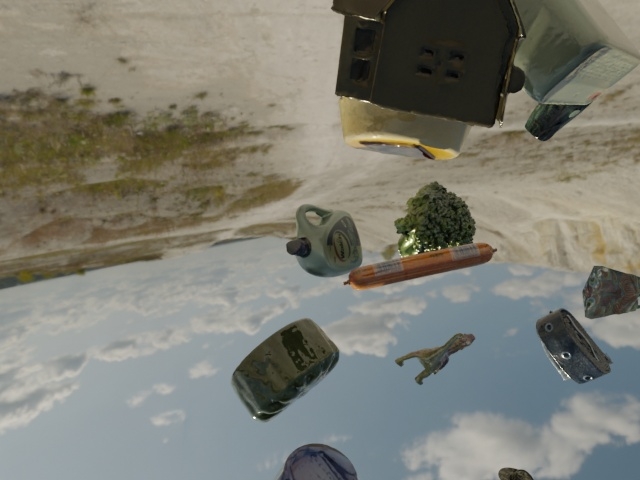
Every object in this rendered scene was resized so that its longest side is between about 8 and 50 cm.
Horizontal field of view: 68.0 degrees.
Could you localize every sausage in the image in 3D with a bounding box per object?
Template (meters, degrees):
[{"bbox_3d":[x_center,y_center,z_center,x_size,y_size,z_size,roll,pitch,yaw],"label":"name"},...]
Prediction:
[{"bbox_3d":[0.219,0.055,1.039,0.348,0.053,0.053,-12,-178,-3],"label":"sausage"}]

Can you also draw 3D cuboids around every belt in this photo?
[{"bbox_3d":[0.718,0.314,1.381,0.122,0.218,0.128,-23,165,-47],"label":"belt"}]

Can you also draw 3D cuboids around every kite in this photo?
[{"bbox_3d":[0.701,0.114,1.052,0.230,0.127,0.016,-2,-162,4],"label":"kite"}]

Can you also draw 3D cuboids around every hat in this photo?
[{"bbox_3d":[0.549,0.656,1.290,0.121,0.050,0.121,19,-152,-10],"label":"hat"}]

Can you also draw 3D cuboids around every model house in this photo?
[{"bbox_3d":[0.122,-0.266,0.504,0.205,0.243,0.211,13,-158,10],"label":"model house"}]

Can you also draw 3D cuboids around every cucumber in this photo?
[{"bbox_3d":[0.676,-0.361,1.330,0.115,0.085,0.193,15,143,-19],"label":"cucumber"}]

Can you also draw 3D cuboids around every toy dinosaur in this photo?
[{"bbox_3d":[0.282,0.271,1.153,0.200,0.072,0.251,-37,146,17],"label":"toy dinosaur"}]

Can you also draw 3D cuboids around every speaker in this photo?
[{"bbox_3d":[0.522,-0.406,1.007,0.406,0.184,0.183,-16,157,-45],"label":"speaker"}]

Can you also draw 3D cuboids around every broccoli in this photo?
[{"bbox_3d":[0.322,-0.041,1.399,0.246,0.247,0.288,-26,149,35],"label":"broccoli"}]

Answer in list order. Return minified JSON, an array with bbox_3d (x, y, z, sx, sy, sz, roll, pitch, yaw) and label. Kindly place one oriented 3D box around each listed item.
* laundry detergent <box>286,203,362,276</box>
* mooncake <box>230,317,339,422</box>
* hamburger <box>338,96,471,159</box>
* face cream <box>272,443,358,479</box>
[{"bbox_3d":[0.000,0.000,1.352,0.105,0.214,0.281,-19,167,36],"label":"laundry detergent"},{"bbox_3d":[-0.110,0.431,1.559,0.356,0.194,0.356,-36,159,-16],"label":"mooncake"},{"bbox_3d":[0.183,-0.271,1.011,0.302,0.170,0.302,8,-176,-1],"label":"hamburger"},{"bbox_3d":[-0.030,0.747,1.359,0.249,0.225,0.249,17,-150,-11],"label":"face cream"}]
